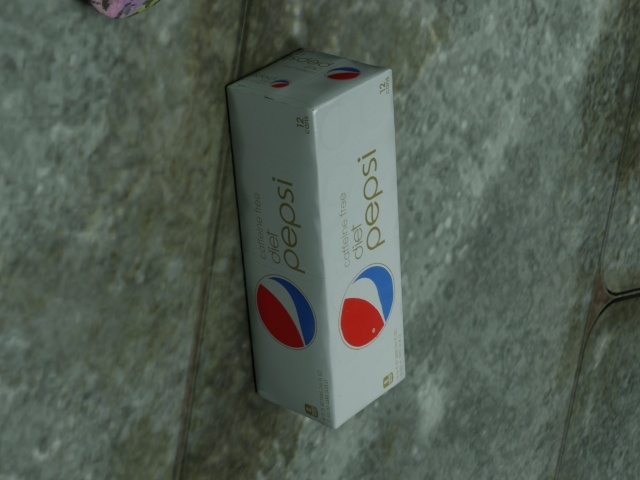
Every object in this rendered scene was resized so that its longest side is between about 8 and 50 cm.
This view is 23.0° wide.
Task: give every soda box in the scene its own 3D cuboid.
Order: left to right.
[{"bbox_3d":[0.000,0.000,0.947,0.074,0.069,0.216,-32,128,-41],"label":"soda box"}]

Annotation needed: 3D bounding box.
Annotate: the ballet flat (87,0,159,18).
[{"bbox_3d":[-0.038,-0.200,0.798,0.221,0.079,0.077,-55,142,-20],"label":"ballet flat"}]
